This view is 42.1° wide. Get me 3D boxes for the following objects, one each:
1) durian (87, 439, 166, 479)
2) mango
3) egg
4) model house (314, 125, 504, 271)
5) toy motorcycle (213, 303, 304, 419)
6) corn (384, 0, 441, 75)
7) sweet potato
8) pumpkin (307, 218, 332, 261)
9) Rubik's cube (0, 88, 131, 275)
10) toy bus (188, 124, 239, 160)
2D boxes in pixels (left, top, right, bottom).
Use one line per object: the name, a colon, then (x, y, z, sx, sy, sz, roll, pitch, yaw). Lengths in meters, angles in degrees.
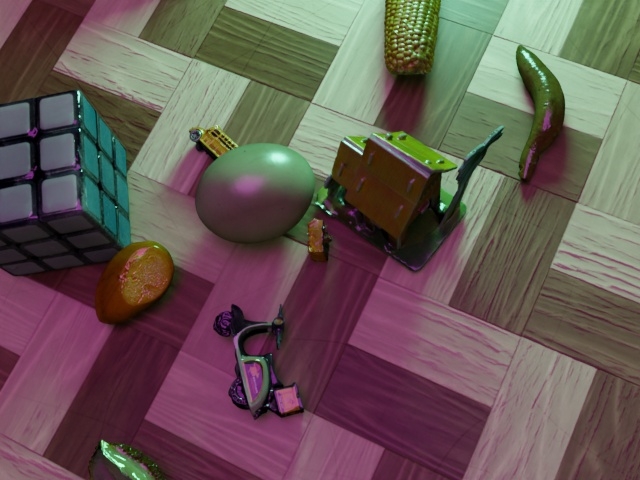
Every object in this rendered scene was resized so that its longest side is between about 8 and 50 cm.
durian: (-0.377, 0.506, 1.716, 0.220, 0.095, 0.137, 36, 114, 15)
mango: (-0.422, 0.097, 1.864, 0.141, 0.102, 0.217, 38, 83, -8)
egg: (-0.143, -0.103, 1.832, 0.269, 0.219, 0.219, -12, 70, -1)
model house: (0.183, -0.177, 1.760, 0.300, 0.324, 0.340, 37, 79, 17)
toy motorcycle: (-0.135, 0.253, 1.777, 0.157, 0.091, 0.263, -13, 71, -6)
corn: (0.219, -0.564, 1.995, 0.143, 0.144, 0.387, 4, 76, 9)
sweet potato: (0.505, -0.298, 1.898, 0.108, 0.079, 0.346, -8, 68, 35)
pumpkin: (0.000, 0.000, 1.855, 0.053, 0.074, 0.083, -5, 72, 10)
Rubik's cube: (-0.616, -0.116, 1.856, 0.303, 0.305, 0.301, -11, 71, 5)
toy bus: (-0.237, -0.216, 1.963, 0.074, 0.069, 0.162, -44, 73, -9)
